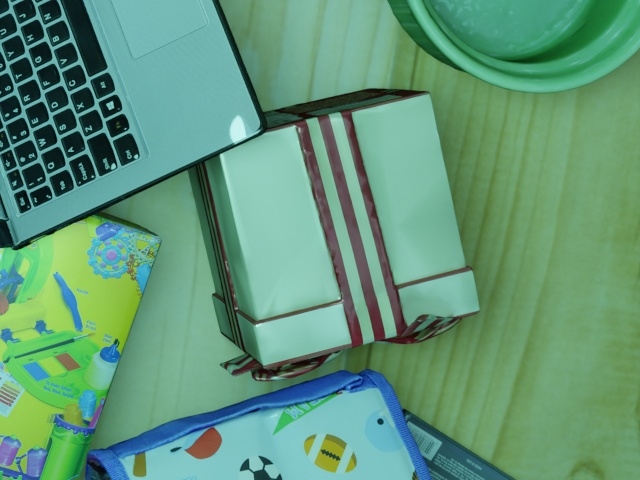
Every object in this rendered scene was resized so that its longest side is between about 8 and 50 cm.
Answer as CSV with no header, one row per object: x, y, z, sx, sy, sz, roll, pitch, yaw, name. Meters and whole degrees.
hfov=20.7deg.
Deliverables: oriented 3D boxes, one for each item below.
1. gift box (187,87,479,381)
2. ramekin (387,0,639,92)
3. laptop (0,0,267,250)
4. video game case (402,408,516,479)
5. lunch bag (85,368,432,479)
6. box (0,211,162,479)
0.000,0.000,1.739,0.255,0.276,0.258,-14,100,-7,gift box
0.204,-0.305,1.818,0.303,0.148,0.303,-1,95,-14,ramekin
-0.321,-0.204,1.531,0.408,0.236,0.382,-24,74,9,laptop
0.097,0.349,1.920,0.196,0.026,0.274,34,88,-15,video game case
-0.045,0.344,1.728,0.328,0.239,0.385,-15,98,-26,lunch bag
-0.344,0.074,1.703,0.290,0.177,0.279,20,90,-15,box
